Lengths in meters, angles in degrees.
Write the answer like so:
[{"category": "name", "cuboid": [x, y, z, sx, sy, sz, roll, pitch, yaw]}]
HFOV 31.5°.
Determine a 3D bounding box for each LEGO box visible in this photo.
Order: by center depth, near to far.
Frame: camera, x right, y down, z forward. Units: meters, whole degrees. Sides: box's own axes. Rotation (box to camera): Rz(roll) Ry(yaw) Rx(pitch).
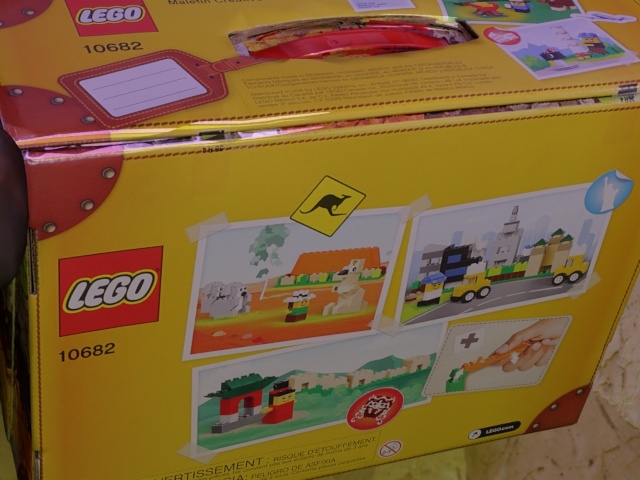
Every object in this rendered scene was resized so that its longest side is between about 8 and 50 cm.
[{"category": "LEGO box", "cuboid": [0.000, 0.000, 0.890, 0.500, 0.193, 0.372, -7, 132, -21]}]

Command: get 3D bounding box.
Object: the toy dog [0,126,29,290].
[{"category": "toy dog", "cuboid": [-0.294, -0.029, 0.645, 0.284, 0.408, 0.395, 25, 92, -25]}]
